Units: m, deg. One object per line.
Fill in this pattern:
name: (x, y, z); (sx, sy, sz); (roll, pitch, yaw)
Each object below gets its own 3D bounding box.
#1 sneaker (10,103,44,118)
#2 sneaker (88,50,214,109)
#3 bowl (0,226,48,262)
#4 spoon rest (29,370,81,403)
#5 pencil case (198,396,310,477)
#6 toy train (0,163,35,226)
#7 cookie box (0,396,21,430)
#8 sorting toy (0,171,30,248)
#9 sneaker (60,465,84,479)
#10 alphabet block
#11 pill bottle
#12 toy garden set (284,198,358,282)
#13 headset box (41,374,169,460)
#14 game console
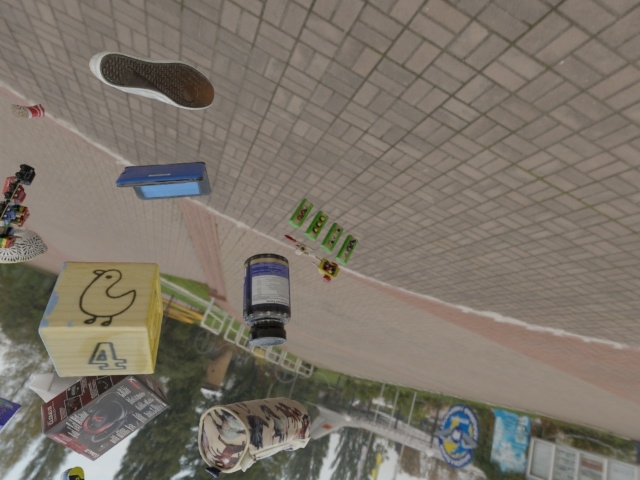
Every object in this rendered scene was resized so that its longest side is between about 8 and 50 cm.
sneaker: (-0.937, -0.418, 1.322); (0.119, 0.067, 0.042); (20, 125, 27)
sneaker: (-0.400, -0.394, 0.992); (0.123, 0.105, 0.290); (27, -163, 39)
bowl: (-0.987, 0.002, 1.330); (0.170, 0.080, 0.170); (5, -158, -2)
spoon rest: (-0.851, 0.468, 1.324); (0.084, 0.137, 0.276); (11, 152, -6)
pencil case: (-0.171, 0.559, 1.200); (0.183, 0.160, 0.410); (46, -175, 29)
toy train: (-0.647, -0.096, 0.873); (0.036, 0.158, 0.027); (21, 145, -26)
cookie box: (-0.664, 0.344, 0.810); (0.092, 0.040, 0.107); (31, 170, -17)
sorting toy: (-0.796, -0.046, 1.062); (0.046, 0.274, 0.132); (18, -176, -22)
sneaker: (-0.665, 0.682, 1.100); (0.059, 0.144, 0.053); (-14, 166, 22)
alphabet block: (-0.471, 0.176, 0.922); (0.197, 0.192, 0.193); (1, 135, -14)
pill bottle: (-0.138, 0.153, 1.059); (0.123, 0.219, 0.122); (-3, 154, -2)
toy garden set: (0.000, 0.000, 1.358); (0.244, 0.203, 0.049); (38, 147, -11)
headset box: (-0.647, 0.505, 1.228); (0.110, 0.293, 0.218); (40, 160, 45)
game console: (-0.573, -0.194, 1.545); (0.293, 0.250, 0.173); (-6, 119, -9)
